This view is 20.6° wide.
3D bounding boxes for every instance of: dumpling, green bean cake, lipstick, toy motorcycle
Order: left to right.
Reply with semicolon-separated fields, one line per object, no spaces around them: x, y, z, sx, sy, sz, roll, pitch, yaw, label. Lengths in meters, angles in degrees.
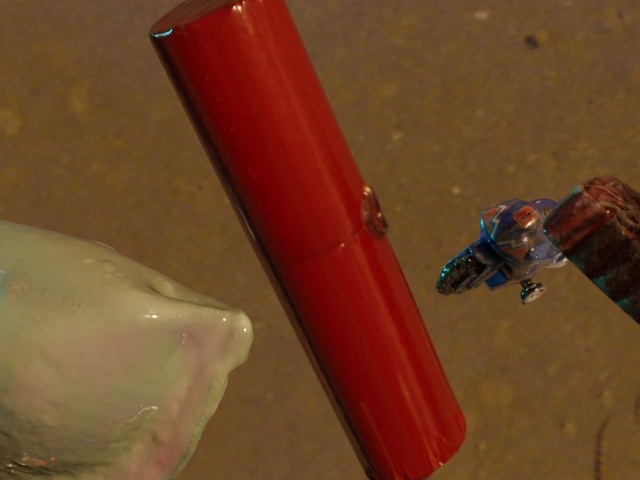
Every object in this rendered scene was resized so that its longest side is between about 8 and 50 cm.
-0.123;0.062;0.810;0.216;0.105;0.149;5;125;29;dumpling
0.000;0.000;0.919;0.073;0.073;0.280;-8;116;39;lipstick
0.193;0.000;1.641;0.076;0.205;0.114;55;132;20;toy motorcycle
0.235;0.010;1.289;0.135;0.135;0.056;45;109;9;green bean cake
